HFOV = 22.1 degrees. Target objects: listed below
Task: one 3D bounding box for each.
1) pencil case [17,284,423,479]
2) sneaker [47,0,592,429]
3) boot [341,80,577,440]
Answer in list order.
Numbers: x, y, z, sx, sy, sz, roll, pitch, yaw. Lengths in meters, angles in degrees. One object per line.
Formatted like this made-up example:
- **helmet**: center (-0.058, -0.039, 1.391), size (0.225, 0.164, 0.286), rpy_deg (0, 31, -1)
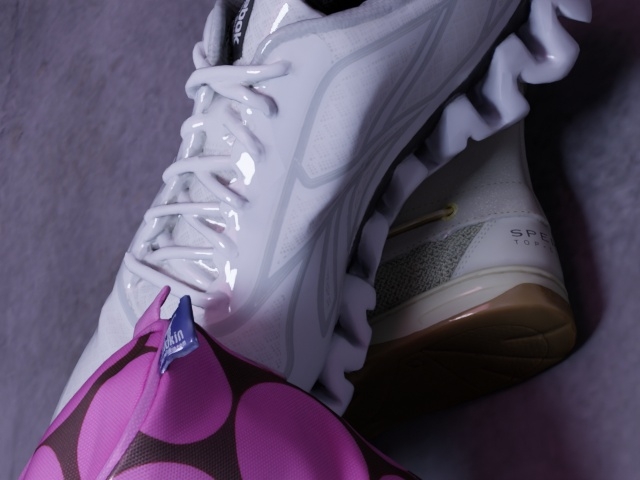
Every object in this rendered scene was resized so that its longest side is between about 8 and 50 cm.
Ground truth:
- **pencil case**: center (0.009, 0.107, 0.526), size (0.095, 0.209, 0.098), rpy_deg (-39, 21, 37)
- **sneaker**: center (-0.019, -0.024, 0.592), size (0.110, 0.118, 0.292), rpy_deg (24, 76, 35)
- **boot**: center (0.000, 0.000, 0.694), size (0.213, 0.077, 0.165), rpy_deg (-21, 53, 26)
